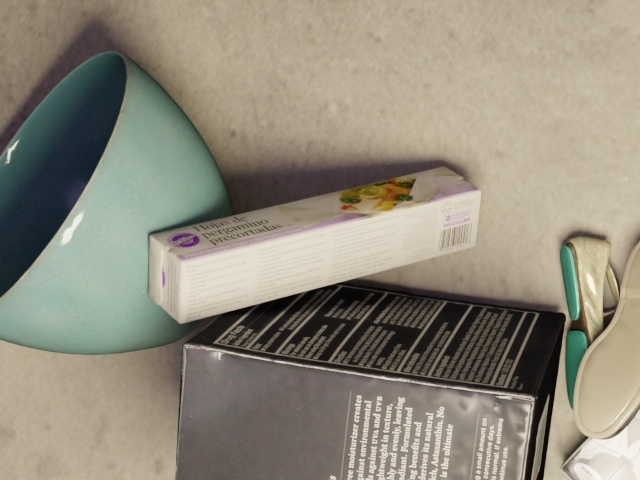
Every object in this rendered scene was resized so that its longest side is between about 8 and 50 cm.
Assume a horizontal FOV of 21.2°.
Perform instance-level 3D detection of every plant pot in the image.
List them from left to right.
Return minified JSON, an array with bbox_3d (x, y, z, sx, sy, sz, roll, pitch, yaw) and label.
[{"bbox_3d":[-0.193,-0.006,1.617,0.195,0.290,0.290,33,98,-26],"label":"plant pot"}]

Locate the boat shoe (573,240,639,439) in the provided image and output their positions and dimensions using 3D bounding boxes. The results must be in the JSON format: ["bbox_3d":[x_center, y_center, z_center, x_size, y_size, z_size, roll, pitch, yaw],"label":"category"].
[{"bbox_3d":[0.295,0.096,1.567,0.075,0.065,0.206,10,68,39],"label":"boat shoe"}]

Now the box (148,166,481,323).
[{"bbox_3d":[0.000,0.000,1.551,0.063,0.324,0.067,37,133,48],"label":"box"}]

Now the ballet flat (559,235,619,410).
[{"bbox_3d":[0.259,0.079,1.612,0.052,0.057,0.168,-3,92,-12],"label":"ballet flat"}]

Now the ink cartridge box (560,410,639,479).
[{"bbox_3d":[0.393,0.146,1.579,0.165,0.065,0.332,43,98,9],"label":"ink cartridge box"}]

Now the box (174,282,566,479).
[{"bbox_3d":[0.051,0.159,1.523,0.294,0.296,0.182,9,103,12],"label":"box"}]
